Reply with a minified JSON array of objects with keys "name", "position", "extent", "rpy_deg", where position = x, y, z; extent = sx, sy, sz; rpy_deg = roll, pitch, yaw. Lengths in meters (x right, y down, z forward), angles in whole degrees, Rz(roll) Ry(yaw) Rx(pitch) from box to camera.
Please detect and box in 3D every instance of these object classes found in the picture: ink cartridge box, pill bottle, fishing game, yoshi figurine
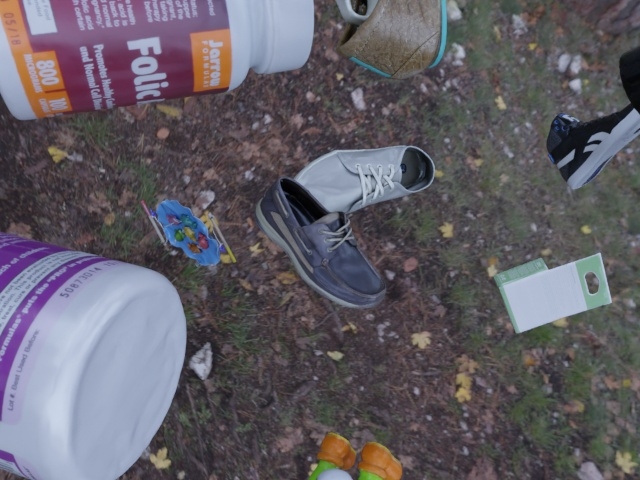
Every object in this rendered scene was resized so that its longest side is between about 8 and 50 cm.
[{"name":"ink cartridge box","position":[0.554,0.116,1.394],"extent":[0.235,0.056,0.171],"rpy_deg":[-23,123,11]},{"name":"pill bottle","position":[-0.223,-0.298,0.772],"extent":[0.392,0.224,0.224],"rpy_deg":[-13,87,-17]},{"name":"fishing game","position":[-0.305,-0.009,1.315],"extent":[0.041,0.264,0.189],"rpy_deg":[-48,136,-34]},{"name":"pill bottle","position":[-0.277,0.073,0.466],"extent":[0.302,0.169,0.169],"rpy_deg":[13,76,14]},{"name":"yoshi figurine","position":[0.027,0.563,1.076],"extent":[0.203,0.203,0.362],"rpy_deg":[32,53,-4]}]

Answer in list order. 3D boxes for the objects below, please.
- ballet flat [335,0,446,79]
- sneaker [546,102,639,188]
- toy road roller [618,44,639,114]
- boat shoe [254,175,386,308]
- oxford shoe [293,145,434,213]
[{"name":"ballet flat","position":[0.053,-0.328,0.548],"extent":[0.124,0.116,0.342],"rpy_deg":[-3,100,-19]},{"name":"sneaker","position":[0.469,-0.197,1.014],"extent":[0.079,0.217,0.121],"rpy_deg":[-18,64,-29]},{"name":"toy road roller","position":[0.515,-0.120,0.676],"extent":[0.330,0.203,0.240],"rpy_deg":[20,63,-33]},{"name":"boat shoe","position":[0.000,0.000,1.237],"extent":[0.355,0.130,0.132],"rpy_deg":[41,47,15]},{"name":"oxford shoe","position":[0.119,-0.158,1.504],"extent":[0.450,0.130,0.169],"rpy_deg":[-17,109,-30]}]
